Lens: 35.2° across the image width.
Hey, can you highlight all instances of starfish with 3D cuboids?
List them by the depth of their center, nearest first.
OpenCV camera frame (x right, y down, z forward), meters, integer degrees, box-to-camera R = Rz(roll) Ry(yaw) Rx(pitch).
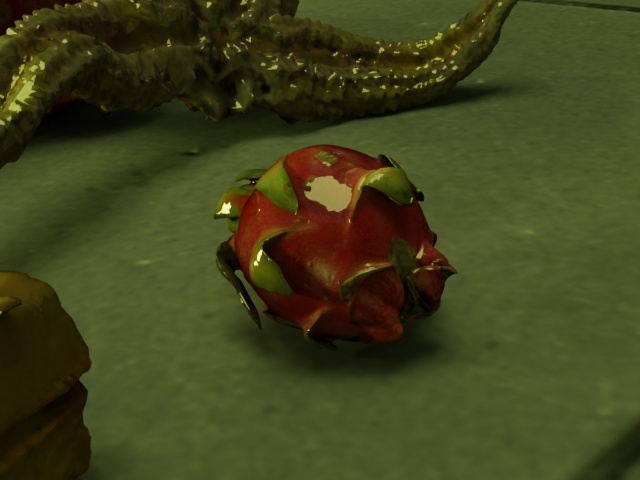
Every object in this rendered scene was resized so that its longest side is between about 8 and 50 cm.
[{"bbox_3d":[-0.056,-0.185,0.648,0.398,0.384,0.132,0,-22,-27],"label":"starfish"}]

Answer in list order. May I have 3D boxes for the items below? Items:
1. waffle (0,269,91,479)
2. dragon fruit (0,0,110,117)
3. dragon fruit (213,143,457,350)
[{"bbox_3d":[-0.259,0.072,0.305,0.327,0.098,0.224,6,28,20],"label":"waffle"},{"bbox_3d":[-0.264,-0.168,0.739,0.290,0.189,0.291,-11,19,4],"label":"dragon fruit"},{"bbox_3d":[0.001,-0.001,0.424,0.086,0.081,0.116,-26,30,-16],"label":"dragon fruit"}]
